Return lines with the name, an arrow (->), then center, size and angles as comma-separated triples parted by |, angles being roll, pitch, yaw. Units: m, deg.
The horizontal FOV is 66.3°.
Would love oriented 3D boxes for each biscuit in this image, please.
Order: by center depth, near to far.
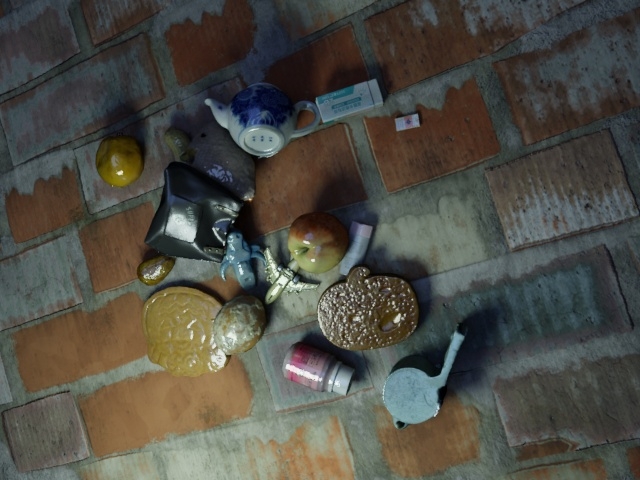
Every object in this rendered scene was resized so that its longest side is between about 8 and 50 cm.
biscuit -> 0.162, 0.234, 1.739 | 0.367, 0.063, 0.314 | -12, 98, 14
biscuit -> -0.545, 0.364, 1.960 | 0.385, 0.062, 0.365 | -2, 91, 16

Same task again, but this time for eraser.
eraser -> 0.102, -0.493, 1.743 | 0.225, 0.052, 0.096 | -17, 86, 3

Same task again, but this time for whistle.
whistle -> 0.369, 0.458, 1.646 | 0.404, 0.168, 0.188 | -39, 80, 13
whistle -> -0.302, 0.065, 1.846 | 0.180, 0.093, 0.269 | -21, 108, -13

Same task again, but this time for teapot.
teapot -> -0.207, -0.458, 1.767 | 0.424, 0.252, 0.280 | 1, 60, -6

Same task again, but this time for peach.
peach -> 0.000, 0.000, 1.730 | 0.232, 0.232, 0.233 | 0, 91, 16

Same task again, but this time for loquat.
loquat -> -0.796, -0.324, 1.960 | 0.187, 0.176, 0.234 | -3, 80, 16

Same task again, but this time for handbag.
handbag -> -0.441, -0.074, 1.725 | 0.288, 0.152, 0.342 | 20, 110, -5

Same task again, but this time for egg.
egg -> -0.299, 0.314, 1.824 | 0.195, 0.195, 0.233 | 34, 82, 13

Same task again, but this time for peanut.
peanut -> -0.543, -0.359, 1.933 | 0.214, 0.090, 0.098 | 59, 146, 10

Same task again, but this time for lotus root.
lotus root -> -0.652, 0.106, 1.973 | 0.190, 0.094, 0.108 | -35, 117, 9

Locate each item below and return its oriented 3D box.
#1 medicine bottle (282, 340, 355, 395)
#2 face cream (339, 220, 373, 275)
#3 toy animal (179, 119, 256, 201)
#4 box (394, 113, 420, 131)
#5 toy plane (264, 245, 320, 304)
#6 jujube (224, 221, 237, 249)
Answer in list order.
medicine bottle -> -0.005, 0.467, 1.767 | 0.247, 0.147, 0.147 | 18, 96, 16
face cream -> 0.126, 0.031, 1.766 | 0.084, 0.057, 0.198 | 18, 94, 13
toy animal -> -0.370, -0.271, 1.822 | 0.226, 0.188, 0.358 | -33, 69, -11
box -> 0.306, -0.416, 1.727 | 0.083, 0.012, 0.046 | -9, 88, 16
toy plane -> -0.132, 0.139, 1.824 | 0.242, 0.104, 0.256 | 36, 94, -3
jujube -> -0.363, -0.027, 1.898 | 0.077, 0.077, 0.129 | 11, 105, 15
